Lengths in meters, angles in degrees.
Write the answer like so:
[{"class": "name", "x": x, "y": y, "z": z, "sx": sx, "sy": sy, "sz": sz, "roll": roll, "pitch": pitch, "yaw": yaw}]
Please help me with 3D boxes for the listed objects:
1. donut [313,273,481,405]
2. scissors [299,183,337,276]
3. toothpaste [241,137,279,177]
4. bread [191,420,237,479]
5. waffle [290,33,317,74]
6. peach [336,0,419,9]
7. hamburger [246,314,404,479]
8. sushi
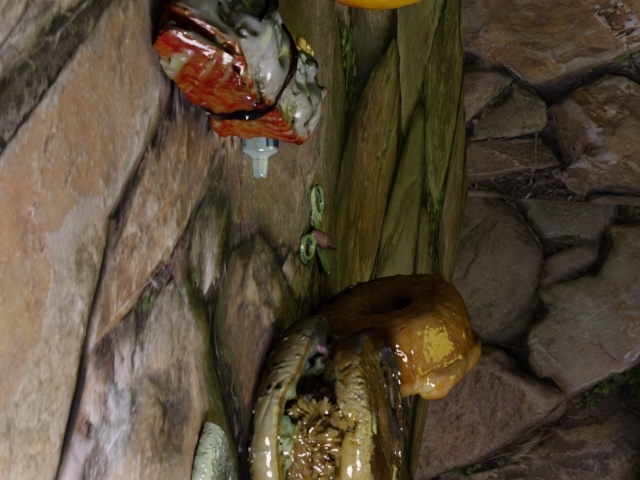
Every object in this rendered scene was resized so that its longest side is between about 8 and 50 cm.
[{"class": "donut", "x": 0.117, "y": 0.165, "z": 2.014, "sx": 0.317, "sy": 0.299, "sz": 0.150, "roll": -148, "pitch": -135, "yaw": -68}, {"class": "scissors", "x": 0.000, "y": 0.000, "z": 2.003, "sx": 0.187, "sy": 0.020, "sz": 0.134, "roll": 62, "pitch": 37, "yaw": -63}, {"class": "toothpaste", "x": -0.077, "y": -0.215, "z": 1.566, "sx": 0.069, "sy": 0.047, "sz": 0.269, "roll": -2, "pitch": 93, "yaw": -64}, {"class": "bread", "x": -0.130, "y": 0.327, "z": 1.513, "sx": 0.112, "sy": 0.036, "sz": 0.193, "roll": -72, "pitch": 160, "yaw": -43}, {"class": "waffle", "x": -0.040, "y": -0.206, "z": 1.707, "sx": 0.194, "sy": 0.051, "sz": 0.149, "roll": 64, "pitch": 33, "yaw": -74}, {"class": "peach", "x": 0.077, "y": -0.478, "z": 1.662, "sx": 0.308, "sy": 0.288, "sz": 0.289, "roll": 32, "pitch": 60, "yaw": -50}, {"class": "hamburger", "x": 0.010, "y": 0.283, "z": 1.756, "sx": 0.277, "sy": 0.195, "sz": 0.318, "roll": -39, "pitch": 129, "yaw": -69}, {"class": "sushi", "x": -0.083, "y": -0.196, "z": 1.358, "sx": 0.332, "sy": 0.124, "sz": 0.130, "roll": 52, "pitch": 52, "yaw": -68}]
